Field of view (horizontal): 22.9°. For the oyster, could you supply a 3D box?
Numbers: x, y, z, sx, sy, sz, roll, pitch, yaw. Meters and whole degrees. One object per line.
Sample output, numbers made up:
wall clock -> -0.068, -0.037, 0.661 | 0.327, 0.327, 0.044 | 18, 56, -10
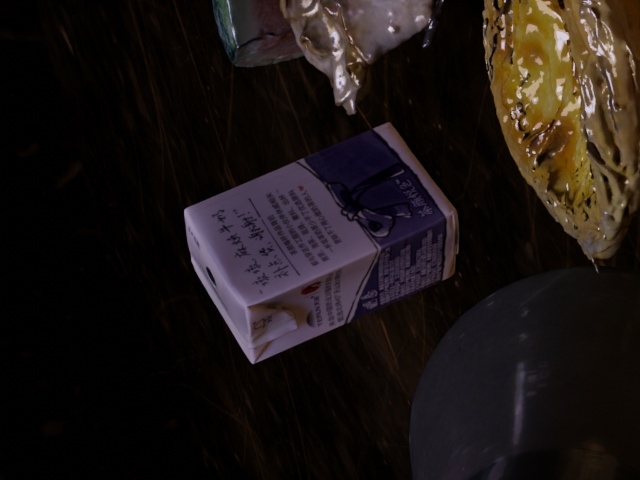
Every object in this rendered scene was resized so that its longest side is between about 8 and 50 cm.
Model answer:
oyster -> 0.052, -0.241, 1.098 | 0.337, 0.133, 0.197 | 110, 163, -48

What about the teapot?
teapot -> 0.175, 0.184, 0.937 | 0.344, 0.300, 0.253 | -50, -21, -67

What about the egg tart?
egg tart -> 0.171, -0.110, 0.992 | 0.232, 0.098, 0.252 | -141, 35, -71

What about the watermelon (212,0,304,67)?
watermelon -> -0.010, -0.260, 1.297 | 0.256, 0.176, 0.260 | -57, -48, -61

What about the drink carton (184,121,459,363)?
drink carton -> 0.000, 0.001, 1.462 | 0.134, 0.222, 0.102 | 57, 161, 32
